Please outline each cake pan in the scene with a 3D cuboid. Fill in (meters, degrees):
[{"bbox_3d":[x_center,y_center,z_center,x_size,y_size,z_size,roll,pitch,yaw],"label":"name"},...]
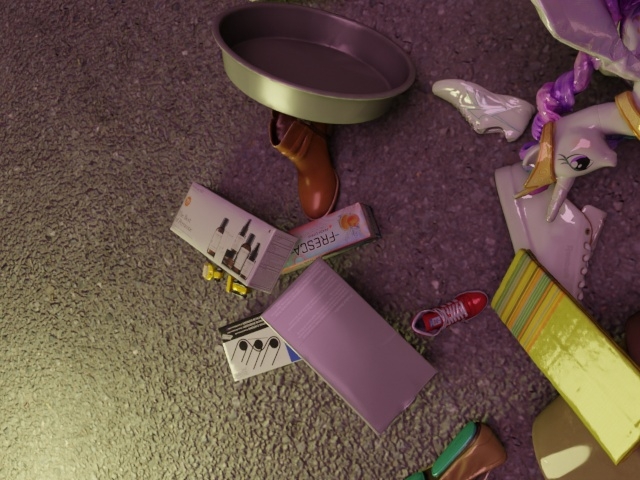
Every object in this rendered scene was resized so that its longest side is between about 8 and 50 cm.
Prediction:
[{"bbox_3d":[-0.010,-0.259,0.755,0.293,0.293,0.054,34,134,18],"label":"cake pan"}]

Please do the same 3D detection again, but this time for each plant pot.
[{"bbox_3d":[0.390,0.232,0.612,0.229,0.263,0.263,-45,74,34],"label":"plant pot"}]

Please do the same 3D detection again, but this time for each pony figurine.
[{"bbox_3d":[0.356,-0.219,0.558,0.363,0.303,0.351,-13,87,40],"label":"pony figurine"}]

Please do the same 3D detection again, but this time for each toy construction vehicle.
[{"bbox_3d":[-0.158,0.046,0.925,0.098,0.035,0.086,16,106,23],"label":"toy construction vehicle"}]

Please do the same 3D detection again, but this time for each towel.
[{"bbox_3d":[0.280,0.118,0.593,0.237,0.021,0.102,-117,32,-47],"label":"towel"}]

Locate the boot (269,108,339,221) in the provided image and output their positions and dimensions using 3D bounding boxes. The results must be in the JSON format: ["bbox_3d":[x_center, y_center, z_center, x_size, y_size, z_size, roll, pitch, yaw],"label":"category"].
[{"bbox_3d":[-0.030,-0.130,0.808,0.073,0.152,0.197,-1,89,22],"label":"boot"}]

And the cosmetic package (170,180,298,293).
[{"bbox_3d":[-0.149,-0.012,0.857,0.239,0.060,0.099,28,91,41],"label":"cosmetic package"}]

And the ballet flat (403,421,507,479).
[{"bbox_3d":[0.177,0.364,0.766,0.073,0.080,0.232,42,106,1],"label":"ballet flat"}]

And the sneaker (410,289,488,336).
[{"bbox_3d":[0.187,0.108,0.766,0.118,0.067,0.042,-27,80,19],"label":"sneaker"}]

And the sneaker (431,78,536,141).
[{"bbox_3d":[0.228,-0.191,0.761,0.152,0.053,0.061,26,102,19],"label":"sneaker"}]

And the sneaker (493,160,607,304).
[{"bbox_3d":[0.326,0.024,0.691,0.123,0.106,0.290,-16,82,23],"label":"sneaker"}]

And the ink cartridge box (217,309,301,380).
[{"bbox_3d":[-0.065,0.158,0.877,0.207,0.046,0.097,-22,83,19],"label":"ink cartridge box"}]

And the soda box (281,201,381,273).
[{"bbox_3d":[0.000,0.000,0.843,0.183,0.063,0.058,-21,80,21],"label":"soda box"}]

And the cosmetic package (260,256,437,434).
[{"bbox_3d":[0.039,0.149,0.769,0.127,0.107,0.238,-44,88,-5],"label":"cosmetic package"}]
